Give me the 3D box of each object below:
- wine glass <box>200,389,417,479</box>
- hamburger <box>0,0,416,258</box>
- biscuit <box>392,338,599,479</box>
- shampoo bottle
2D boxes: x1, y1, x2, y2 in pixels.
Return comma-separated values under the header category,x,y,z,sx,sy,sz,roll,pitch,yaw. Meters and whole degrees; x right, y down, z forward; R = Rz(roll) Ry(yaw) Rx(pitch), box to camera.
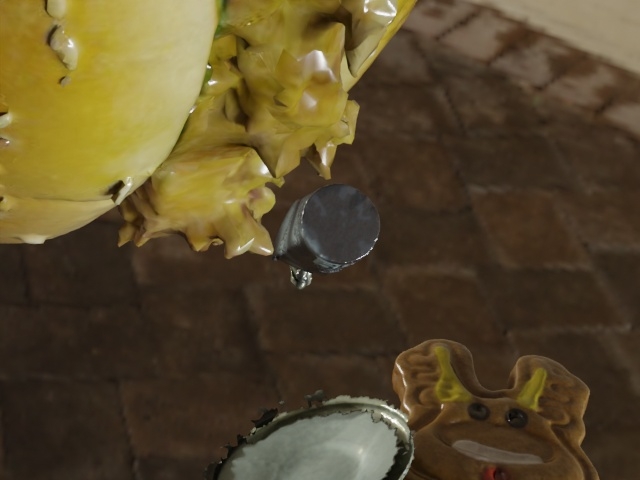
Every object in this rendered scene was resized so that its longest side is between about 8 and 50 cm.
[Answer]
category,x,y,z,sx,sy,sz,roll,pitch,yaw
wine glass,0.041,0.314,1.388,0.190,0.357,0.190,-18,26,9
hamburger,-0.093,-0.134,0.698,0.287,0.445,0.268,46,54,13
biscuit,0.143,0.178,1.380,0.186,0.044,0.295,7,33,-3
shampoo bottle,-0.001,-0.001,1.243,0.057,0.064,0.207,23,-7,-5
